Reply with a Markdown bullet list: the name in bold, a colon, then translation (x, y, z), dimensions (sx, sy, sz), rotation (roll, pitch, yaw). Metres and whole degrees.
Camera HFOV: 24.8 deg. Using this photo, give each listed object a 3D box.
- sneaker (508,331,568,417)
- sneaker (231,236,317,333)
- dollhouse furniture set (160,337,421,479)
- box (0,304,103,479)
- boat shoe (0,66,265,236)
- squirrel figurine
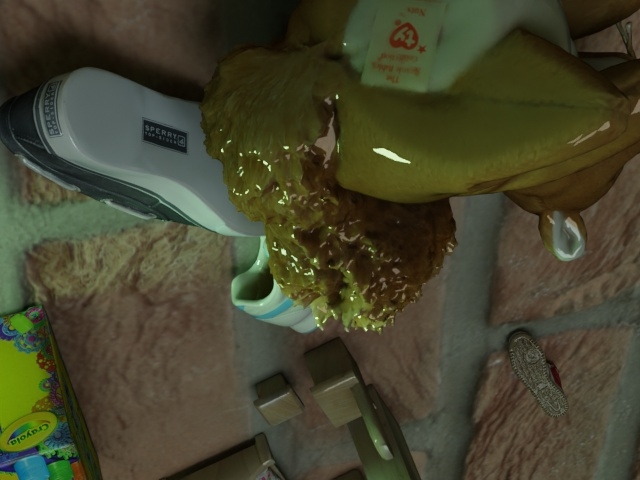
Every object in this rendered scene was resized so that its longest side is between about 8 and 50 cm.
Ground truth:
- **sneaker**: translation (0.252, 0.148, 1.716), dimensions (0.042, 0.067, 0.118), rotation (-28, 109, 9)
- **sneaker**: translation (0.000, 0.000, 1.408), dimensions (0.092, 0.087, 0.229), rotation (15, 124, -33)
- **dollhouse furniture set**: translation (-0.062, 0.320, 1.653), dimensions (0.355, 0.174, 0.303), rotation (-26, 138, 4)
- **box**: translation (-0.370, 0.249, 1.442), dimensions (0.289, 0.177, 0.279), rotation (-16, 139, -7)
- **boat shoe**: translation (-0.151, -0.067, 1.268), dimensions (0.102, 0.108, 0.301), rotation (-9, 164, 36)
- **squirrel figurine**: translation (0.111, -0.099, 1.228), dimensions (0.397, 0.281, 0.370), rotation (-29, 158, 17)
